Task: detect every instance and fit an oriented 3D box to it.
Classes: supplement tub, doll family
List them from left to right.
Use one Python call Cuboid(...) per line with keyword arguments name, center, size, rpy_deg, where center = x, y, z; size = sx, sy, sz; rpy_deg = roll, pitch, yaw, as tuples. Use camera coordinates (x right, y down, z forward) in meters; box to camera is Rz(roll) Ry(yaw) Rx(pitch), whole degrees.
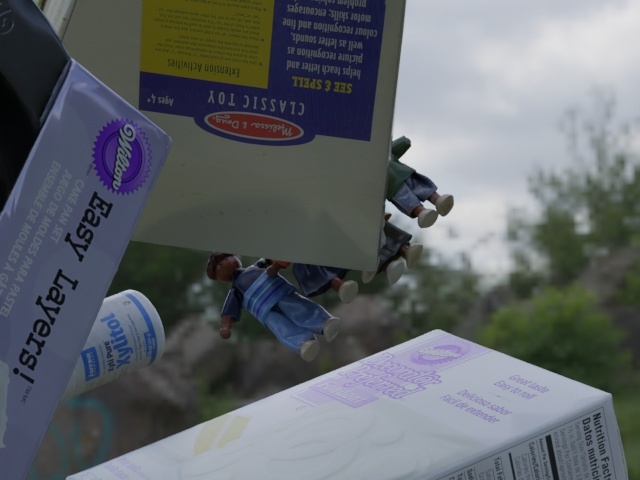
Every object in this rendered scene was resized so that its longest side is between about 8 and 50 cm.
Cuboid(name="supplement tub", center=(-0.196, 0.091, 1.655), size=(0.107, 0.071, 0.071), rpy_deg=(-23, 6, -34))
Cuboid(name="doll family", center=(0.000, 0.000, 1.361), size=(0.193, 0.111, 0.076), rpy_deg=(-40, -26, -27))

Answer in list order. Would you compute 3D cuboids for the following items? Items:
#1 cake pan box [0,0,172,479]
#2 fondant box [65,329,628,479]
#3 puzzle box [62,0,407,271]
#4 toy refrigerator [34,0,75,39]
Cuboid(name="cake pan box", center=(-0.202, -0.001, 0.776), size=(0.070, 0.266, 0.246), rpy_deg=(0, -31, 44))
Cuboid(name="fondant box", center=(0.016, 0.180, 1.353), size=(0.330, 0.096, 0.238), rpy_deg=(-19, 17, -24))
Cuboid(name="puzzle box", center=(-0.148, -0.126, 1.228), size=(0.409, 0.272, 0.052), rpy_deg=(8, 34, 3))
Cuboid(name="toy refrigerator", center=(-0.192, -0.064, 0.929), size=(0.102, 0.269, 0.094), rpy_deg=(20, -13, -9))
